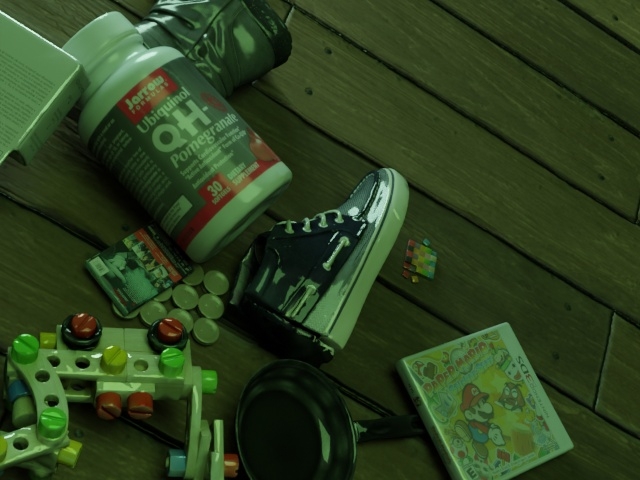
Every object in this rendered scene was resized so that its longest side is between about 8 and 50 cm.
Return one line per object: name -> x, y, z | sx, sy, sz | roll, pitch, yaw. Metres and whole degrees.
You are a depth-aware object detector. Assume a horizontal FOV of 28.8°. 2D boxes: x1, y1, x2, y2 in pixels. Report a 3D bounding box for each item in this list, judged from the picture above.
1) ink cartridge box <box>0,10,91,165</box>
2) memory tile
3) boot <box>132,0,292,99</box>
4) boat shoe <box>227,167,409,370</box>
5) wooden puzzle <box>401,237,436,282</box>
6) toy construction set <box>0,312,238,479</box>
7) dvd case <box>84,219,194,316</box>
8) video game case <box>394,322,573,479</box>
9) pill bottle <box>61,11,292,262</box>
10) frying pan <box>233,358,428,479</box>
ink cartridge box -> -0.477, -0.180, 1.520 | 0.296, 0.066, 0.261 | 33, 76, 11
memory tile -> -0.194, 0.070, 1.616 | 0.148, 0.012, 0.113 | 20, 55, -18
boot -> -0.215, -0.336, 1.777 | 0.338, 0.118, 0.222 | 47, 56, 7
boat shoe -> 0.000, 0.000, 1.688 | 0.158, 0.127, 0.341 | 36, 52, -16
wooden puzzle -> 0.147, 0.029, 1.834 | 0.049, 0.006, 0.083 | 24, 54, -16
toy construction set -> -0.236, 0.197, 1.430 | 0.327, 0.151, 0.215 | 16, 42, -27
dvd case -> -0.231, 0.034, 1.598 | 0.087, 0.013, 0.119 | 50, 50, 5
video game case -> 0.232, 0.232, 1.742 | 0.227, 0.026, 0.206 | -14, 71, -40
pill bottle -> -0.202, -0.139, 1.626 | 0.318, 0.176, 0.176 | 47, 51, 2
frying pan -> 0.005, 0.227, 1.605 | 0.326, 0.053, 0.197 | -28, 92, -47
